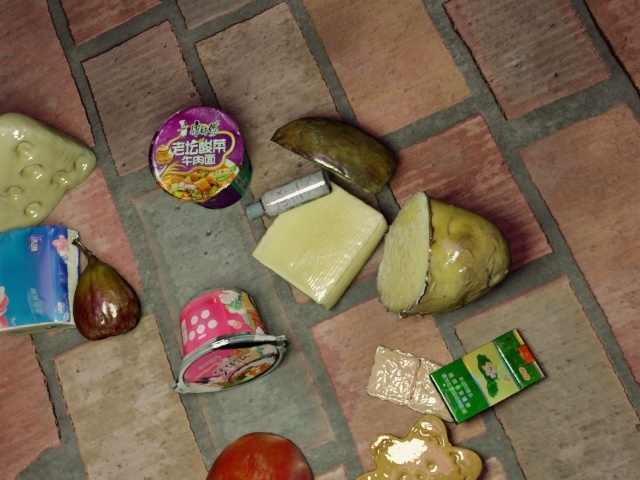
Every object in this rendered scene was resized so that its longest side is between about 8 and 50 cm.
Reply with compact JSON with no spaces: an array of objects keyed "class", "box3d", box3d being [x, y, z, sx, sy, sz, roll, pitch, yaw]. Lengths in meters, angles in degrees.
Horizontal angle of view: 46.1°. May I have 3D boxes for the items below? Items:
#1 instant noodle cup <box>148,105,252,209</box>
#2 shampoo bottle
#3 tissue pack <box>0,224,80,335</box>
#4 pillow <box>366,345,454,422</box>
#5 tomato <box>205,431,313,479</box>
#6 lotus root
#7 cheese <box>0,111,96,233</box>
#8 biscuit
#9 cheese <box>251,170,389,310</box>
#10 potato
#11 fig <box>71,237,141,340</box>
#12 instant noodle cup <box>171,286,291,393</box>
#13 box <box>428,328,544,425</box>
[{"class":"instant noodle cup","box3d":[-0.292,-0.196,1.947,0.251,0.190,0.251,-2,77,10]},{"class":"shampoo bottle","box3d":[-0.080,-0.106,1.831,0.214,0.072,0.072,-21,73,11]},{"class":"tissue pack","box3d":[-0.750,0.104,1.991,0.209,0.137,0.270,-7,74,8]},{"class":"pillow","box3d":[0.228,0.340,1.790,0.232,0.043,0.126,16,75,17]},{"class":"tomato","box3d":[-0.150,0.596,1.732,0.309,0.170,0.309,-2,77,10]},{"class":"lotus root","box3d":[0.041,-0.238,1.907,0.314,0.210,0.142,27,94,3]},{"class":"cheese","box3d":[-0.800,-0.177,1.971,0.351,0.328,0.129,-42,66,-2]},{"class":"biscuit","box3d":[0.197,0.575,1.719,0.355,0.052,0.275,-44,75,1]},{"class":"cheese","box3d":[0.000,0.000,1.875,0.242,0.124,0.265,35,85,17]},{"class":"potato","box3d":[0.302,0.055,1.754,0.237,0.288,0.301,11,82,-20]},{"class":"fig","box3d":[-0.573,0.120,1.939,0.170,0.145,0.274,-22,88,4]},{"class":"instant noodle cup","box3d":[-0.235,0.227,1.817,0.302,0.258,0.182,-20,59,-1]},{"class":"box","box3d":[0.383,0.314,1.744,0.235,0.034,0.132,-25,72,-9]}]
